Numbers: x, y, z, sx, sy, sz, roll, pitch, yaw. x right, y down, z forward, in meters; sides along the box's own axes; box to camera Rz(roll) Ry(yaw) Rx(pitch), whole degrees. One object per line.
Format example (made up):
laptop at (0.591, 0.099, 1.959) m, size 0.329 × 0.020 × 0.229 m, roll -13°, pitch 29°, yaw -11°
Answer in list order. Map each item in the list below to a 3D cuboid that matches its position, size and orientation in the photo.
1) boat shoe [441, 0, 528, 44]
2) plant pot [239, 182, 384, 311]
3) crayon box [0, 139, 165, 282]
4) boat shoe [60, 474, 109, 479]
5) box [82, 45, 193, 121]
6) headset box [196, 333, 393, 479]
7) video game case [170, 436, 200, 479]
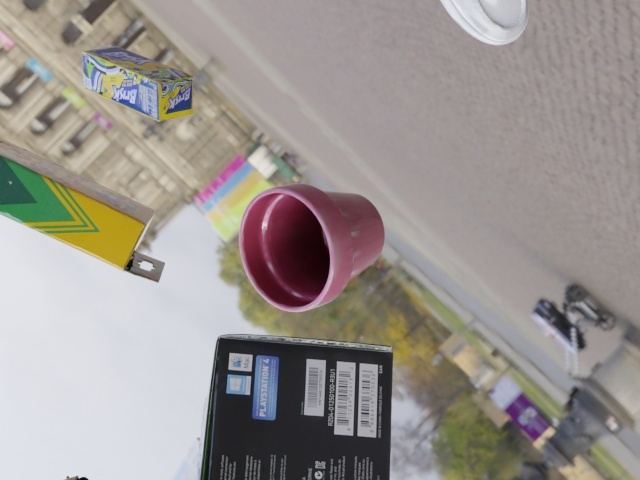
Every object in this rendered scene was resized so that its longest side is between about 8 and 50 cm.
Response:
boat shoe at (0.112, -0.225, 0.691) m, size 0.184 × 0.066 × 0.063 m, roll 69°, pitch 168°, yaw -20°
plant pot at (0.000, 0.000, 1.555) m, size 0.180 × 0.201 × 0.201 m, roll -15°, pitch -127°, yaw -48°
crayon box at (-0.368, -0.047, 1.448) m, size 0.318 × 0.081 × 0.202 m, roll 26°, pitch -176°, yaw -10°
boat shoe at (-0.243, 0.269, 0.951) m, size 0.207 × 0.073 × 0.073 m, roll -5°, pitch 136°, yaw 36°
box at (-0.243, -0.209, 1.274) m, size 0.169 × 0.054 × 0.059 m, roll 27°, pitch -147°, yaw 36°
headset box at (-0.036, 0.226, 0.761) m, size 0.131 × 0.246 × 0.283 m, roll 6°, pitch 161°, yaw -7°
video game case at (-0.170, 0.320, 1.039) m, size 0.023 × 0.212 × 0.193 m, roll 33°, pitch 170°, yaw -10°
